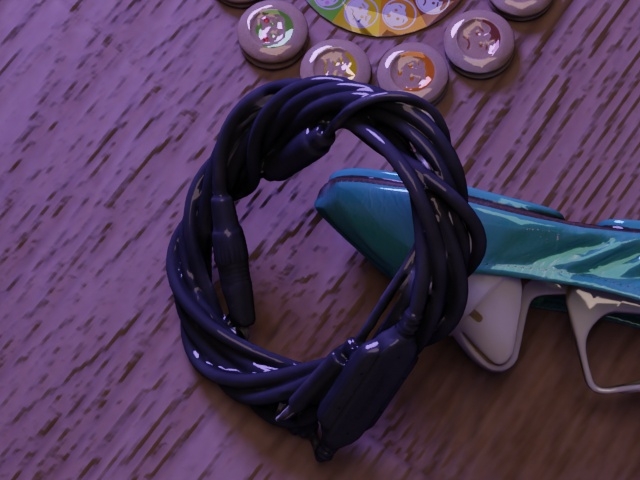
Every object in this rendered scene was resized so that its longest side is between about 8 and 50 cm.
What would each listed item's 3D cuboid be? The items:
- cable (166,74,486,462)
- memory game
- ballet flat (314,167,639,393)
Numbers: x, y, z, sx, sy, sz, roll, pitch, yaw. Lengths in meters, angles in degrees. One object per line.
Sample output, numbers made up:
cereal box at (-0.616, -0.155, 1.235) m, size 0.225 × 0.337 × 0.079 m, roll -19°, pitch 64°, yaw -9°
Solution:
cable at (0.000, 0.000, 0.905) m, size 0.047 × 0.184 × 0.150 m, roll -8°, pitch 47°, yaw -45°
memory game at (0.032, -0.151, 1.025) m, size 0.186 × 0.012 × 0.186 m, roll -1°, pitch 68°, yaw 2°
ballet flat at (0.113, 0.024, 0.919) m, size 0.247 × 0.083 × 0.087 m, roll 8°, pitch 78°, yaw 6°
